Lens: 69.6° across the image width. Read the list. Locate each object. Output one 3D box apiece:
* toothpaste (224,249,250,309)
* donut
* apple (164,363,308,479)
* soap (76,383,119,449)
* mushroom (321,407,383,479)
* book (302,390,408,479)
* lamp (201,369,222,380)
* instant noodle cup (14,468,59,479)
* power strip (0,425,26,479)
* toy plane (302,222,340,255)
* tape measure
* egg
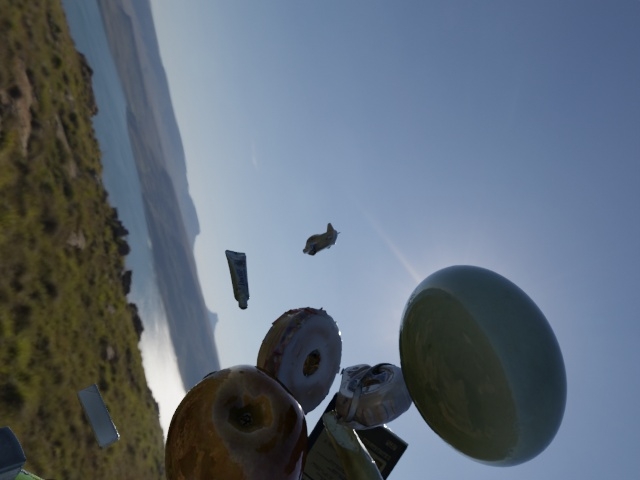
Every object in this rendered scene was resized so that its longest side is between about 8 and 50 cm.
[{"bbox_3d":[-0.241,0.109,1.356,0.255,0.067,0.037,-111,-145,-51],"label":"toothpaste"},{"bbox_3d":[-0.075,0.410,1.597,0.142,0.382,0.382,7,-67,39],"label":"donut"},{"bbox_3d":[-0.214,0.528,1.205,0.346,0.391,0.391,103,-29,-45],"label":"apple"},{"bbox_3d":[-0.682,0.541,1.414,0.183,0.064,0.121,58,-33,12],"label":"soap"},{"bbox_3d":[0.093,0.582,1.214,0.333,0.087,0.107,-126,-159,-44],"label":"mushroom"},{"bbox_3d":[0.069,0.783,1.592,0.300,0.428,0.039,33,8,15],"label":"book"},{"bbox_3d":[-0.330,0.558,1.547,0.247,0.247,0.247,167,-90,-74],"label":"lamp"},{"bbox_3d":[-0.741,0.584,0.958,0.294,0.294,0.308,56,-10,53],"label":"instant noodle cup"},{"bbox_3d":[-0.535,0.320,0.609,0.078,0.052,0.272,43,14,24],"label":"power strip"},{"bbox_3d":[0.001,0.003,1.769,0.080,0.174,0.174,60,-18,5],"label":"toy plane"},{"bbox_3d":[0.138,0.391,1.174,0.236,0.197,0.120,-48,119,-74],"label":"tape measure"},{"bbox_3d":[0.282,0.208,0.838,0.389,0.276,0.276,-93,-177,-51],"label":"egg"}]
